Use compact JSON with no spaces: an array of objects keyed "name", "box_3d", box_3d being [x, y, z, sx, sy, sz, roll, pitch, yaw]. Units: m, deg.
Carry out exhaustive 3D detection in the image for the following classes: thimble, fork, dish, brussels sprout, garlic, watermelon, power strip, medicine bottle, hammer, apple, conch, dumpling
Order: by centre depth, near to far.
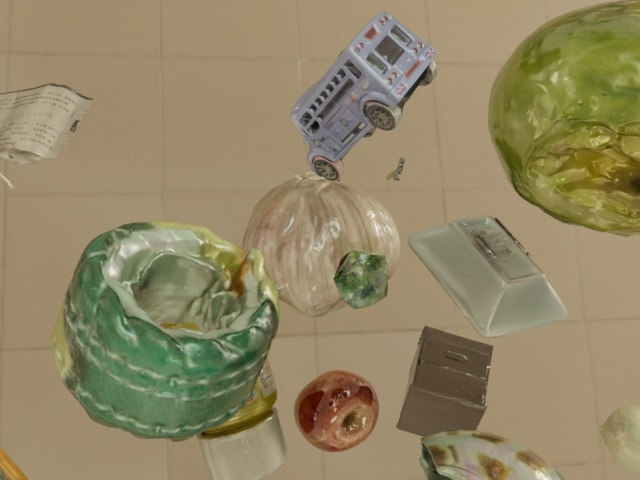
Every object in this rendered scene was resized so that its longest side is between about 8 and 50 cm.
[{"name":"brussels sprout","box_3d":[0.354,-0.123,0.853,0.344,0.344,0.268,13,117,-9]},{"name":"thimble","box_3d":[-0.180,0.103,0.946,0.254,0.167,0.288,37,32,19]},{"name":"conch","box_3d":[0.233,0.378,0.988,0.197,0.368,0.249,-20,55,-15]},{"name":"watermelon","box_3d":[0.065,0.060,1.174,0.085,0.072,0.092,14,95,6]},{"name":"dish","box_3d":[0.282,0.036,1.251,0.182,0.080,0.243,-9,44,-27]},{"name":"dumpling","box_3d":[0.567,0.327,1.276,0.167,0.216,0.126,-17,69,-8]},{"name":"power strip","box_3d":[-0.539,0.398,1.290,0.178,0.028,0.049,44,100,10]},{"name":"fork","box_3d":[-0.579,-0.132,1.337,0.012,0.016,0.115,-27,123,20]},{"name":"garlic","box_3d":[0.000,0.000,1.422,0.318,0.317,0.259,-10,94,-13]},{"name":"medicine bottle","box_3d":[-0.211,0.336,1.723,0.224,0.224,0.384,-17,93,-15]},{"name":"apple","box_3d":[0.035,0.398,1.806,0.201,0.162,0.201,-10,112,-26]},{"name":"hammer","box_3d":[0.191,-0.177,1.977,0.017,0.182,0.062,19,87,-4]}]

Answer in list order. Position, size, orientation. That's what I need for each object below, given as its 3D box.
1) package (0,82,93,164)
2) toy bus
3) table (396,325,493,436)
[{"name":"package","box_3d":[-0.648,-0.260,1.671,0.251,0.062,0.203,4,52,15]},{"name":"toy bus","box_3d":[0.029,-0.120,0.657,0.076,0.167,0.073,40,62,-7]},{"name":"table","box_3d":[0.285,0.327,1.730,0.169,0.172,0.193,16,43,7]}]
